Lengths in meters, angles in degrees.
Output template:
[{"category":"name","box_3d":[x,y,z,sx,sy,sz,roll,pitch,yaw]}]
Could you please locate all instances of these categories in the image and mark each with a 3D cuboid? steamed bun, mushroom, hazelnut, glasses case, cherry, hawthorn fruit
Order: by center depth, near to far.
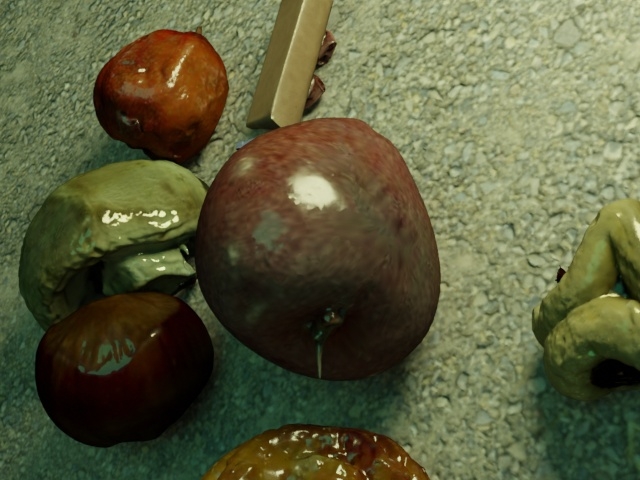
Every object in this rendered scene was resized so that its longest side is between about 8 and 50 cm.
[{"category":"steamed bun","box_3d":[0.260,0.070,0.728,0.155,0.140,0.172,-37,53,30]},{"category":"cherry","box_3d":[0.000,0.000,0.830,0.221,0.261,0.308,-24,42,38]},{"category":"hazelnut","box_3d":[-0.234,0.145,0.965,0.201,0.160,0.170,-18,63,14]},{"category":"mushroom","box_3d":[-0.276,-0.006,1.048,0.267,0.164,0.190,-33,56,20]},{"category":"glasses case","box_3d":[-0.033,-0.221,1.057,0.102,0.070,0.194,-3,70,60]},{"category":"hawthorn fruit","box_3d":[-0.207,-0.193,1.086,0.179,0.173,0.173,-41,56,12]}]

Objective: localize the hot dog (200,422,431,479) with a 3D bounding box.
[{"category":"hot dog","box_3d":[-0.016,0.361,0.742,0.266,0.174,0.388,3,73,17]}]

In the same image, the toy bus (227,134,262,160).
[{"category":"toy bus","box_3d":[-0.061,-0.042,0.989,0.076,0.073,0.167,-17,63,22]}]
